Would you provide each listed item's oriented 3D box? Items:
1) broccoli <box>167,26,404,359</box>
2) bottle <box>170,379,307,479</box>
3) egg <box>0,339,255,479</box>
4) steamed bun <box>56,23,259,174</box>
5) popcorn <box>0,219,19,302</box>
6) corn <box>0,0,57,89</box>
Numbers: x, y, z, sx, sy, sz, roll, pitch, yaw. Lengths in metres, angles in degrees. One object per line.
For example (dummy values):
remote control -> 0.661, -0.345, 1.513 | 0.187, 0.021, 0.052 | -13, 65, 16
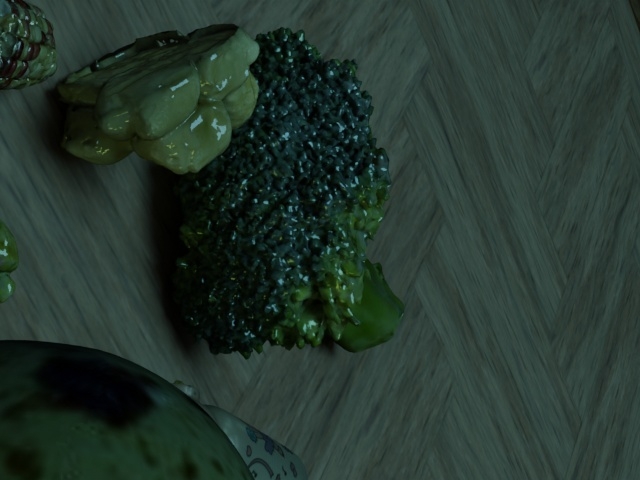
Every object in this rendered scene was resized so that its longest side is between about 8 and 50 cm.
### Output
broccoli -> -0.022, 0.016, 1.748 | 0.353, 0.275, 0.397 | -37, 135, -41
bottle -> -0.103, 0.206, 1.590 | 0.209, 0.097, 0.110 | 41, 45, -49
egg -> -0.199, 0.236, 1.116 | 0.428, 0.345, 0.345 | -137, -147, -84
steamed bun -> -0.152, -0.122, 1.541 | 0.192, 0.177, 0.106 | -46, 124, -52
popcorn -> -0.300, 0.009, 1.320 | 0.097, 0.089, 0.109 | -40, 110, -20
corn -> -0.310, -0.166, 1.348 | 0.290, 0.098, 0.098 | -5, 84, -63
